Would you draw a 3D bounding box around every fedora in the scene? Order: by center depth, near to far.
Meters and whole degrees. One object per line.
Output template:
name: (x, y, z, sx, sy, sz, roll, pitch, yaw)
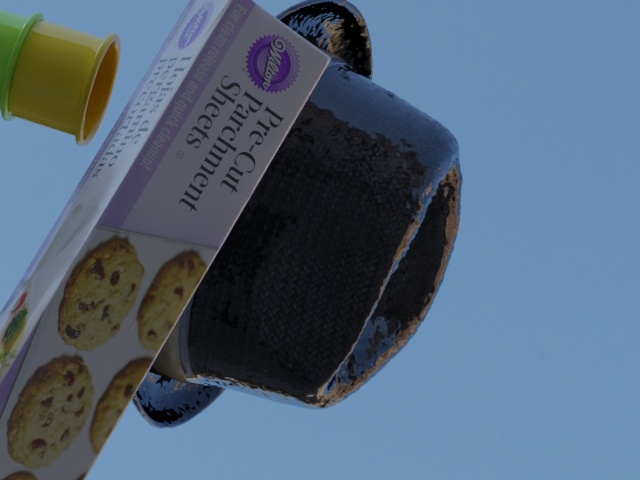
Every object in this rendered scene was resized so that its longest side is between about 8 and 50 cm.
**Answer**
fedora: (0.000, 0.000, 1.221, 0.153, 0.334, 0.334, 22, -51, 19)

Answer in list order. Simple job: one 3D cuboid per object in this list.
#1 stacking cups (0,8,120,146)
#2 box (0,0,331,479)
stacking cups: (-0.321, -0.163, 1.373, 0.316, 0.096, 0.096, 17, -53, 4)
box: (-0.108, 0.027, 0.850, 0.067, 0.324, 0.063, 36, -13, -23)
